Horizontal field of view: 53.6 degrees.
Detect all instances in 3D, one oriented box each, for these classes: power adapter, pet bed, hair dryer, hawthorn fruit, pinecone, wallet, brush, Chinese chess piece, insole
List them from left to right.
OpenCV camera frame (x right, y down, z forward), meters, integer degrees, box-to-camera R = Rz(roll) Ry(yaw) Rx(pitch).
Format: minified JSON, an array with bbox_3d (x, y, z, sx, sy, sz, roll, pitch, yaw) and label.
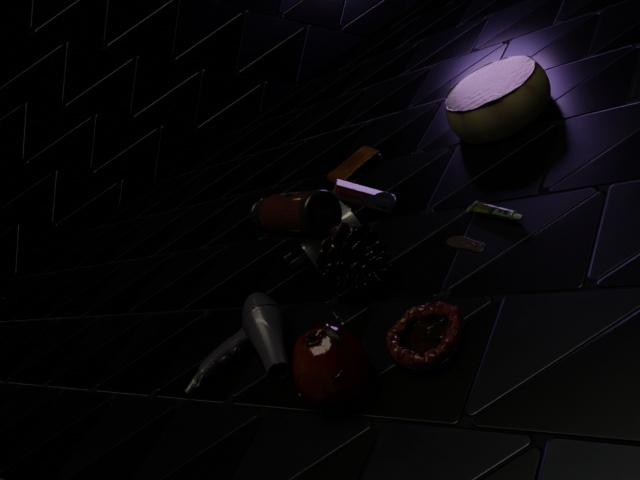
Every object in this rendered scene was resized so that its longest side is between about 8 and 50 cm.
[{"bbox_3d":[-0.238,0.335,1.766,0.361,0.121,0.301,-40,35,10],"label":"hair dryer"},{"bbox_3d":[0.000,0.000,1.972,0.255,0.124,0.187,-37,26,-2],"label":"power adapter"},{"bbox_3d":[0.015,0.277,1.435,0.185,0.202,0.185,-19,34,13],"label":"hawthorn fruit"},{"bbox_3d":[0.047,0.209,1.712,0.024,0.008,0.083,-40,28,-2],"label":"brush"},{"bbox_3d":[0.127,-0.272,2.350,0.195,0.042,0.161,-41,24,-6],"label":"wallet"},{"bbox_3d":[0.099,0.057,1.708,0.207,0.208,0.208,-27,29,16],"label":"pinecone"},{"bbox_3d":[0.238,0.216,1.445,0.201,0.053,0.201,-26,24,12],"label":"pet bed"},{"bbox_3d":[0.381,0.008,1.665,0.045,0.002,0.135,-44,29,-15],"label":"insole"},{"bbox_3d":[0.567,-0.457,2.047,0.338,0.141,0.338,-27,27,15],"label":"Chinese chess piece"}]

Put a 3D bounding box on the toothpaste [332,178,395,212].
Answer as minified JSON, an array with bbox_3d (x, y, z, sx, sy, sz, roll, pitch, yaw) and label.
[{"bbox_3d":[0.138,-0.148,1.979,0.044,0.193,0.070,-83,10,-56],"label":"toothpaste"}]

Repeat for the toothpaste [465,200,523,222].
[{"bbox_3d":[0.462,-0.075,1.677,0.049,0.031,0.204,-41,26,-12],"label":"toothpaste"}]

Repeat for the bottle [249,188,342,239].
[{"bbox_3d":[-0.093,-0.075,1.909,0.336,0.144,0.144,1,44,50],"label":"bottle"}]
